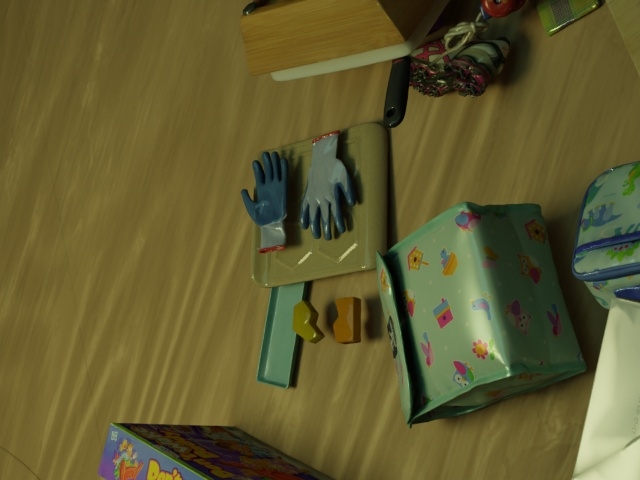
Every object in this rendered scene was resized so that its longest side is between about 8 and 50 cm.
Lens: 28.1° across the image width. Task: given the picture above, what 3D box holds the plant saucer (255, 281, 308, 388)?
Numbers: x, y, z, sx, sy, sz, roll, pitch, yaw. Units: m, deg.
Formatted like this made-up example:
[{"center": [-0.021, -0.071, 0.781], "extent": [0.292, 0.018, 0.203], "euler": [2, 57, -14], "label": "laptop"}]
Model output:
[{"center": [-0.051, 0.117, 1.861], "extent": [0.067, 0.018, 0.192], "euler": [7, 87, 43], "label": "plant saucer"}]

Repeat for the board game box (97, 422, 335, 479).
[{"center": [-0.100, 0.341, 1.719], "extent": [0.347, 0.233, 0.078], "euler": [19, 96, 43], "label": "board game box"}]

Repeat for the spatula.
[{"center": [0.112, -0.240, 1.659], "extent": [0.084, 0.030, 0.296], "euler": [-18, 34, 29], "label": "spatula"}]

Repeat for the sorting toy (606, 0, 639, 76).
[{"center": [0.457, -0.287, 1.409], "extent": [0.257, 0.089, 0.255], "euler": [-34, 61, 34], "label": "sorting toy"}]

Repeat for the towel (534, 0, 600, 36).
[{"center": [0.310, -0.299, 1.602], "extent": [0.083, 0.009, 0.060], "euler": [-31, 64, 36], "label": "towel"}]

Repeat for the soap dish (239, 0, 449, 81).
[{"center": [0.042, -0.335, 1.719], "extent": [0.291, 0.118, 0.229], "euler": [-5, 43, 46], "label": "soap dish"}]

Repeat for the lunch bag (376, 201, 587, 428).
[{"center": [0.166, 0.096, 1.570], "extent": [0.262, 0.160, 0.223], "euler": [-30, 66, 48], "label": "lunch bag"}]

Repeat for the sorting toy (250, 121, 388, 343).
[{"center": [0.000, 0.000, 1.812], "extent": [0.229, 0.041, 0.307], "euler": [-10, 72, 37], "label": "sorting toy"}]

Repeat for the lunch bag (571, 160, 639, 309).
[{"center": [0.385, -0.015, 1.383], "extent": [0.219, 0.090, 0.176], "euler": [-13, 43, 41], "label": "lunch bag"}]

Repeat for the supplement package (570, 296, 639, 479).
[{"center": [0.384, 0.170, 1.290], "extent": [0.149, 0.203, 0.194], "euler": [16, 95, 42], "label": "supplement package"}]

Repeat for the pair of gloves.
[{"center": [-0.033, -0.065, 1.815], "extent": [0.198, 0.023, 0.159], "euler": [-17, 66, 34], "label": "pair of gloves"}]

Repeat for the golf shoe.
[{"center": [0.173, -0.235, 1.693], "extent": [0.086, 0.067, 0.186], "euler": [-49, 34, -21], "label": "golf shoe"}]

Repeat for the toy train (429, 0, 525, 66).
[{"center": [0.197, -0.340, 1.579], "extent": [0.248, 0.105, 0.143], "euler": [-32, 92, 22], "label": "toy train"}]
